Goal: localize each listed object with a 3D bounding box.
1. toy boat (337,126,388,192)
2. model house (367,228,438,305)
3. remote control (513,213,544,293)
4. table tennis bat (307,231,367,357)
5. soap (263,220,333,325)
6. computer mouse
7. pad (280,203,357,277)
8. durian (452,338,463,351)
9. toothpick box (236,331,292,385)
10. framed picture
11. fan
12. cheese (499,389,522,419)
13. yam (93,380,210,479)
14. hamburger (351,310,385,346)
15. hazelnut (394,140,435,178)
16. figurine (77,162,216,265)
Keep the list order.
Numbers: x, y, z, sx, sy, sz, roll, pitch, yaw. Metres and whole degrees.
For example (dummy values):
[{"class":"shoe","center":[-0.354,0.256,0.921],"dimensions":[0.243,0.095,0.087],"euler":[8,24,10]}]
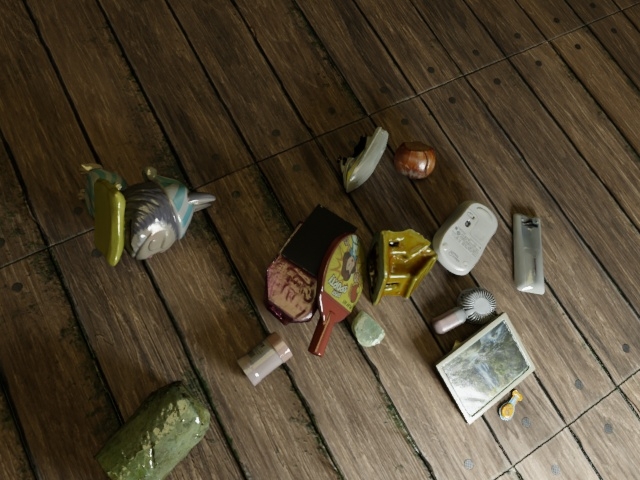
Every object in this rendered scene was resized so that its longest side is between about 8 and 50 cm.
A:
[{"class":"toy boat","center":[0.148,-0.303,1.638],"dimensions":[0.141,0.141,0.269],"euler":[43,73,7]},{"class":"model house","center":[0.287,0.077,1.491],"dimensions":[0.239,0.268,0.173],"euler":[-3,52,-11]},{"class":"remote control","center":[0.789,0.043,1.657],"dimensions":[0.110,0.055,0.312],"euler":[9,70,-6]},{"class":"table tennis bat","center":[0.053,0.168,1.417],"dimensions":[0.051,0.268,0.414],"euler":[8,67,34]},{"class":"soap","center":[-0.071,0.117,1.468],"dimensions":[0.220,0.127,0.324],"euler":[31,71,4]},{"class":"computer mouse","center":[0.512,-0.014,1.599],"dimensions":[0.184,0.121,0.296],"euler":[39,74,-7]},{"class":"pad","center":[0.000,0.000,1.448],"dimensions":[0.164,0.004,0.243],"euler":[33,60,5]},{"class":"durian","center":[0.469,0.395,1.484],"dimensions":[0.052,0.066,0.130],"euler":[3,97,32]},{"class":"toothpick box","center":[-0.175,0.369,1.380],"dimensions":[0.149,0.098,0.098],"euler":[-36,80,-17]},{"class":"framed picture","center":[0.557,0.424,1.480],"dimensions":[0.324,0.020,0.240],"euler":[-30,95,-17]},{"class":"fan","center":[0.498,0.252,1.540],"dimensions":[0.244,0.074,0.130],"euler":[-24,88,-10]},{"class":"cheese","center":[0.640,0.556,1.484],"dimensions":[0.047,0.017,0.111],"euler":[44,71,4]},{"class":"yam","center":[-0.457,0.550,1.232],"dimensions":[0.195,0.195,0.300],"euler":[40,72,6]},{"class":"hamburger","center":[0.154,0.306,1.477],"dimensions":[0.121,0.054,0.084],"euler":[41,69,-1]},{"class":"hazelnut","center":[0.357,-0.304,1.677],"dimensions":[0.154,0.143,0.143],"euler":[7,71,2]},{"class":"figurine","center":[-0.553,-0.102,1.465],"dimensions":[0.378,0.266,0.361],"euler":[-5,40,-43]}]
